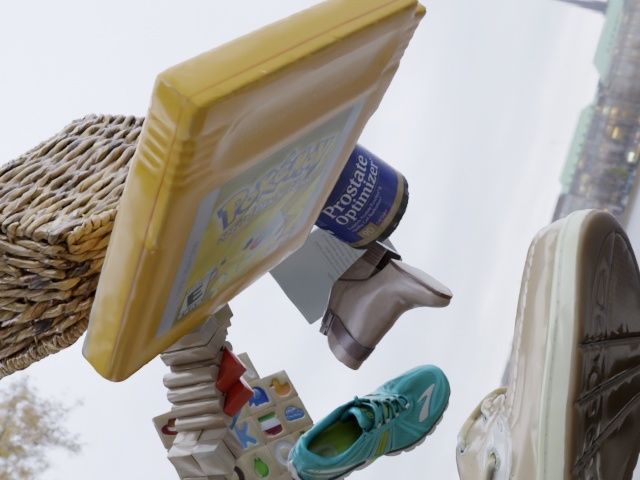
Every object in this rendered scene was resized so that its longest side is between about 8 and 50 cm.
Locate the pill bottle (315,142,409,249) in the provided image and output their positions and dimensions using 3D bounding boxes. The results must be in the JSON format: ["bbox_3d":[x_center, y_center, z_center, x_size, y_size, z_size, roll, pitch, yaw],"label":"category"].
[{"bbox_3d":[0.000,-0.085,1.017,0.219,0.122,0.123,30,-105,-32],"label":"pill bottle"}]

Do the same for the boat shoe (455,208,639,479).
[{"bbox_3d":[0.123,0.131,0.461,0.109,0.098,0.303,-9,-78,-46],"label":"boat shoe"}]

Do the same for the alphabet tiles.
[{"bbox_3d":[-0.117,0.358,1.353,0.285,0.343,0.011,-14,-25,-41],"label":"alphabet tiles"}]

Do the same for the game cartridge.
[{"bbox_3d":[-0.054,-0.048,0.658,0.285,0.052,0.324,-38,-14,-42],"label":"game cartridge"}]

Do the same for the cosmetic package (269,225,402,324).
[{"bbox_3d":[0.000,0.000,1.264,0.183,0.151,0.151,-34,-55,1],"label":"cosmetic package"}]

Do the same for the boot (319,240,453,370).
[{"bbox_3d":[0.041,0.053,0.564,0.087,0.042,0.118,-61,25,6],"label":"boot"}]

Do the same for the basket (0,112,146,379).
[{"bbox_3d":[-0.241,0.010,0.907,0.299,0.213,0.223,-56,-31,-56],"label":"basket"}]

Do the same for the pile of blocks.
[{"bbox_3d":[-0.135,0.149,1.050,0.149,0.112,0.363,-1,-101,-59],"label":"pile of blocks"}]

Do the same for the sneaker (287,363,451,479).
[{"bbox_3d":[0.078,0.263,1.139,0.275,0.107,0.110,-29,-28,-19],"label":"sneaker"}]
